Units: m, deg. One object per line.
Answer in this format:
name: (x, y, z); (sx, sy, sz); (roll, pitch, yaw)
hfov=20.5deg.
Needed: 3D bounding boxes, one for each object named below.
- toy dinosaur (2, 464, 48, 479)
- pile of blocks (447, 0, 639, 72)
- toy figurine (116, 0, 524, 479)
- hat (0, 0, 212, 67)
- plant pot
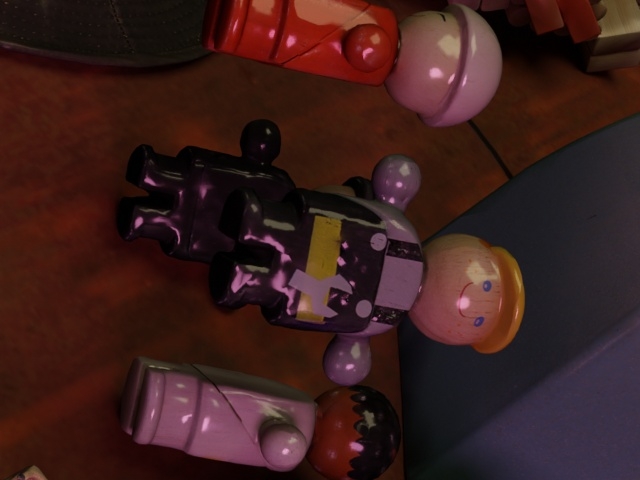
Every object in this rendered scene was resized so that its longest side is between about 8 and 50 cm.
toy dinosaur: (-0.122, 0.145, 0.735); (0.183, 0.053, 0.092); (-26, 92, -44)
pile of blocks: (0.147, -0.209, 1.221); (0.362, 0.149, 0.112); (14, 48, -37)
toy figurine: (0.000, 0.000, 0.836); (0.148, 0.213, 0.209); (11, 48, -20)
hat: (-0.131, -0.249, 0.990); (0.331, 0.134, 0.331); (27, 45, -32)
plant pot: (0.180, 0.040, 0.958); (0.166, 0.234, 0.165); (26, 42, -27)
